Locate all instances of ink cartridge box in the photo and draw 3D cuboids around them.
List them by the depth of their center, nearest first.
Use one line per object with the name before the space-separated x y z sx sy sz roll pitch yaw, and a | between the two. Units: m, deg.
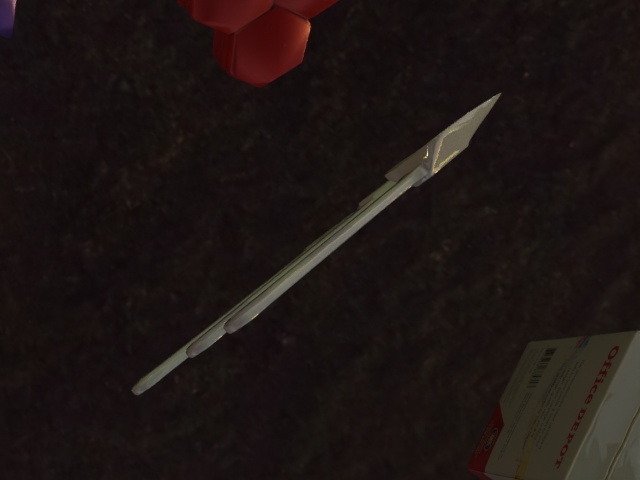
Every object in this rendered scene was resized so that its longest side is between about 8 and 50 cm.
ink cartridge box | 0.221 0.157 0.744 0.127 0.176 0.128 32 76 -6

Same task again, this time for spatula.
spatula | 0.000 0.000 0.566 0.242 0.019 0.168 -37 -178 -38

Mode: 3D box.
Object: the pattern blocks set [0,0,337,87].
pattern blocks set | -0.036 -0.201 0.301 0.285 0.026 0.324 4 130 -44
